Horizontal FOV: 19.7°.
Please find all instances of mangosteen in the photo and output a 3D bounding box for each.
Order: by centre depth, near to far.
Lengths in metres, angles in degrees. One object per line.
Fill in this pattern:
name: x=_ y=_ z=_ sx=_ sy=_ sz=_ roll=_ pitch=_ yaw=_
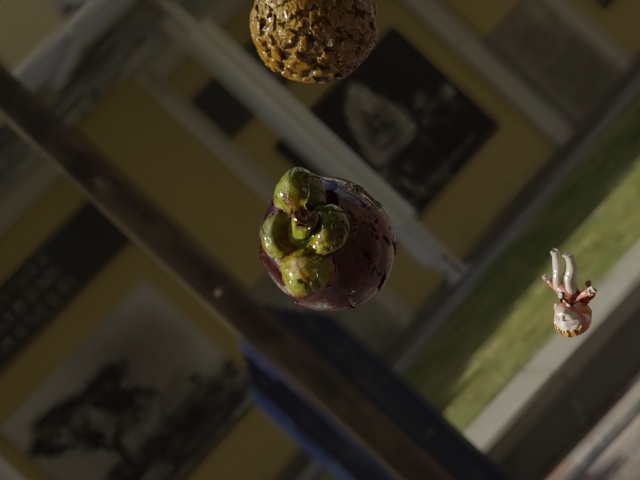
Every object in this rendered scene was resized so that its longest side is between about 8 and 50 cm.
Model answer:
mangosteen: x=0.000 y=0.000 z=2.132 sx=0.166 sy=0.166 sz=0.180 roll=-47 pitch=-25 yaw=6

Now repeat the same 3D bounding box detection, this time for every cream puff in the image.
cream puff: x=-0.002 y=-0.237 z=2.050 sx=0.165 sy=0.115 sz=0.150 roll=9 pitch=-39 yaw=-44

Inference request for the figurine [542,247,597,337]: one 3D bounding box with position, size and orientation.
figurine: x=0.263 y=0.053 z=1.934 sx=0.047 sy=0.064 sz=0.109 roll=-43 pitch=-46 yaw=-34
